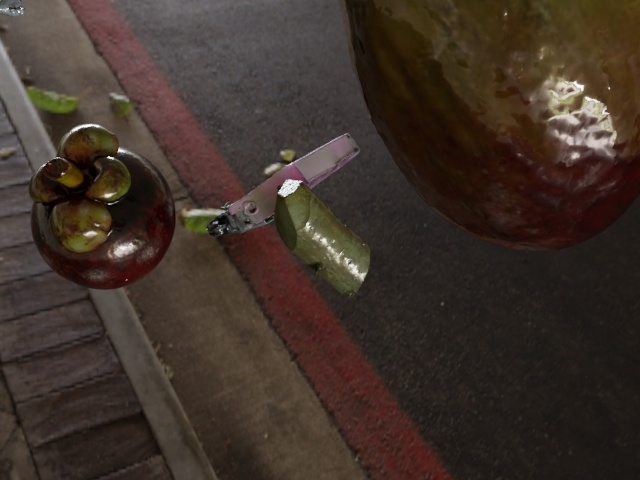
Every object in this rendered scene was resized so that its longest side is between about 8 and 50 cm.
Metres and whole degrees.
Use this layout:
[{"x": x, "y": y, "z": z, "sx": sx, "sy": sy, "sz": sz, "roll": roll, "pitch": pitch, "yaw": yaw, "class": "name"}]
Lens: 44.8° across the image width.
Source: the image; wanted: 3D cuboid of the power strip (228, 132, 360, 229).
[{"x": -0.026, "y": -0.083, "z": 1.029, "sx": 0.037, "sy": 0.109, "sz": 0.279, "roll": 54, "pitch": 23, "yaw": -3, "class": "power strip"}]

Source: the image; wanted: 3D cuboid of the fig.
[{"x": 0.067, "y": -0.117, "z": 0.346, "sx": 0.145, "sy": 0.274, "sz": 0.170, "roll": 9, "pitch": 65, "yaw": 53, "class": "fig"}]

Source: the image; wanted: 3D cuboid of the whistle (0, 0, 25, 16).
[{"x": -0.339, "y": -0.261, "z": 0.836, "sx": 0.033, "sy": 0.029, "sz": 0.083, "roll": 4, "pitch": 31, "yaw": -28, "class": "whistle"}]

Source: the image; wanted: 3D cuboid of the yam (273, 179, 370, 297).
[{"x": 0.000, "y": 0.000, "z": 0.874, "sx": 0.146, "sy": 0.070, "sz": 0.069, "roll": 42, "pitch": 35, "yaw": -23, "class": "yam"}]

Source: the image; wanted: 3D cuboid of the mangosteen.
[{"x": -0.260, "y": -0.040, "z": 0.909, "sx": 0.200, "sy": 0.200, "sz": 0.200, "roll": 7, "pitch": 42, "yaw": -7, "class": "mangosteen"}]

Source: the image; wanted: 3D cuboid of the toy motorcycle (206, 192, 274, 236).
[{"x": -0.113, "y": -0.054, "z": 1.310, "sx": 0.173, "sy": 0.058, "sz": 0.100, "roll": -24, "pitch": 13, "yaw": 15, "class": "toy motorcycle"}]
